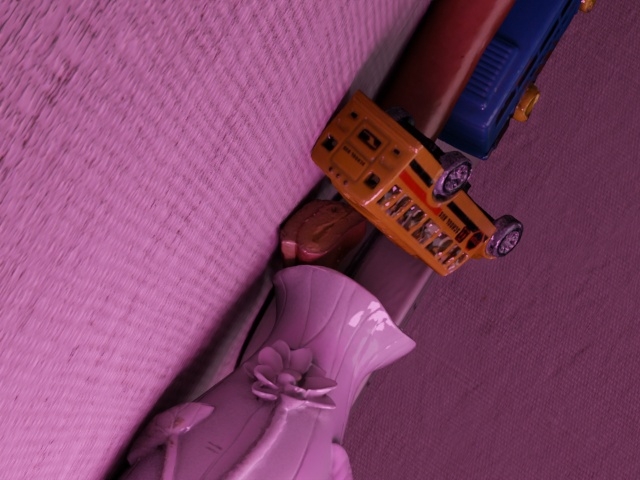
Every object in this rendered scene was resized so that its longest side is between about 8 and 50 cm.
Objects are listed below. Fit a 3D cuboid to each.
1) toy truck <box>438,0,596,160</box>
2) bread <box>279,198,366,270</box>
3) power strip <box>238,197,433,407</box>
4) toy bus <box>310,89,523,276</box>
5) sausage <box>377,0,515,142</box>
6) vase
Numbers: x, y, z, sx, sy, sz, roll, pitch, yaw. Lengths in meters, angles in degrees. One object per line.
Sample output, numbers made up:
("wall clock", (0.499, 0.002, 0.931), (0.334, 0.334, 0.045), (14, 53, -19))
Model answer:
("toy truck", (0.261, -0.303, 1.654), (0.385, 0.161, 0.162), (-58, 166, -8))
("bread", (-0.001, 0.000, 1.477), (0.119, 0.067, 0.192), (-46, 168, -16))
("power strip", (0.031, 0.103, 1.726), (0.357, 0.161, 0.357), (-58, 173, -11))
("toy bus", (0.117, -0.049, 1.429), (0.123, 0.121, 0.335), (-49, 148, 1))
("sausage", (0.149, -0.222, 1.503), (0.094, 0.094, 0.419), (23, 101, -41))
("vase", (-0.072, 0.238, 1.363), (0.445, 0.250, 0.250), (-58, 172, -26))
